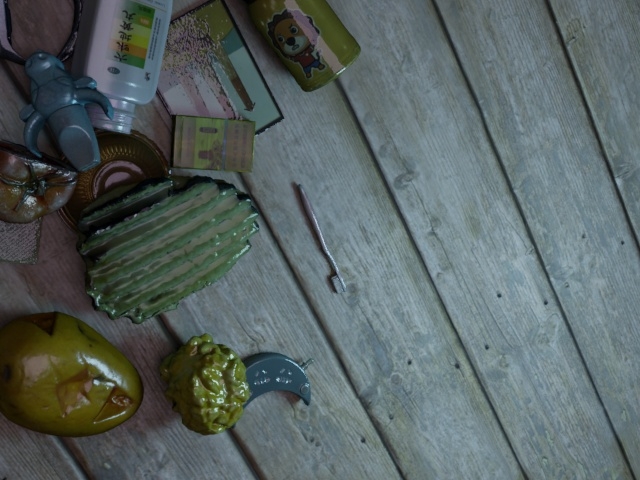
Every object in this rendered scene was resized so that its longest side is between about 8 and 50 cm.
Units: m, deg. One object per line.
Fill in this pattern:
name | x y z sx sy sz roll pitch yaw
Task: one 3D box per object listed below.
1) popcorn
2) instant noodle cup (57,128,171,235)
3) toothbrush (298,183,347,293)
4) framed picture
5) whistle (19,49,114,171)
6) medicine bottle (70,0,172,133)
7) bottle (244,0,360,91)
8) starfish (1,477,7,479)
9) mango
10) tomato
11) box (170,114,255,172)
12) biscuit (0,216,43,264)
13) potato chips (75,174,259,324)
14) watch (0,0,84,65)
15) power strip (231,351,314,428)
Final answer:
popcorn | -0.273 0.334 1.972 0.181 0.216 0.235 -32 100 -31
instant noodle cup | -0.446 -0.117 1.872 0.273 0.090 0.274 -4 99 -25
toothbrush | 0.000 0.000 2.130 0.029 0.025 0.307 -26 108 -11
framed picture | -0.254 -0.364 1.965 0.244 0.013 0.324 -34 110 -16
whistle | -0.517 -0.265 1.708 0.186 0.093 0.274 -27 80 2
medicine bottle | -0.426 -0.393 1.805 0.179 0.124 0.324 9 96 -46
bottle | -0.076 -0.521 1.940 0.171 0.171 0.351 -46 111 -12
starfish | -0.709 0.601 1.888 0.133 0.041 0.130 -20 107 -20
mango | -0.550 0.298 1.851 0.364 0.182 0.253 29 83 -37
tomato | -0.618 -0.113 1.735 0.214 0.180 0.155 16 102 -49
box | -0.247 -0.222 1.967 0.193 0.030 0.122 2 97 -24
biscuit | -0.695 -0.016 1.801 0.199 0.040 0.121 7 93 -25
potato chips | -0.334 0.005 1.898 0.429 0.070 0.359 -29 133 -16
watch | -0.583 -0.455 1.770 0.192 0.068 0.207 -7 99 -23
power strip | -0.124 0.359 2.113 0.253 0.054 0.168 -16 105 -21
